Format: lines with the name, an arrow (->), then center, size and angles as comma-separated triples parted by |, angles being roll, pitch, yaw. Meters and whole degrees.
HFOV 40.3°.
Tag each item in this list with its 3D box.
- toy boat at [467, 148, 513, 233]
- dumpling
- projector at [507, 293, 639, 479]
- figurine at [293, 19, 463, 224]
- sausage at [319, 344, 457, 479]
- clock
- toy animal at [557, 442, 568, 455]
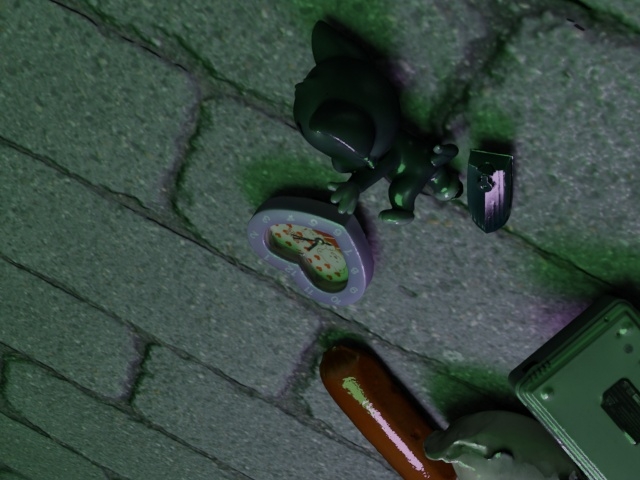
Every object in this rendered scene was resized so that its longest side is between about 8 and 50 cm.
toy boat -> 0.213, -0.057, 1.094 | 0.055, 0.060, 0.141 | 12, 143, 20
dumpling -> 0.297, 0.367, 1.406 | 0.243, 0.175, 0.227 | 47, 168, 2
projector -> 0.397, 0.220, 1.125 | 0.192, 0.099, 0.256 | -41, 89, 3
figurine -> 0.071, -0.111, 1.041 | 0.265, 0.193, 0.140 | 27, 139, -15
sausage -> 0.119, 0.313, 1.485 | 0.097, 0.094, 0.348 | -23, 116, 38
clock -> 0.000, 0.000, 1.265 | 0.198, 0.064, 0.172 | 38, 138, -9
toy animal -> 0.432, 0.270, 1.246 | 0.245, 0.114, 0.146 | 16, 134, 19
